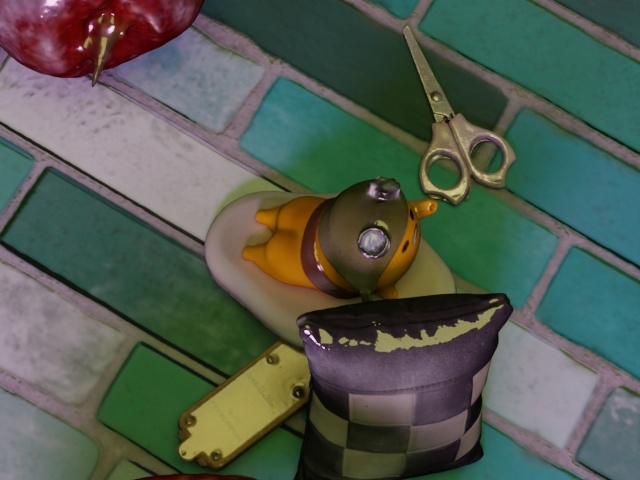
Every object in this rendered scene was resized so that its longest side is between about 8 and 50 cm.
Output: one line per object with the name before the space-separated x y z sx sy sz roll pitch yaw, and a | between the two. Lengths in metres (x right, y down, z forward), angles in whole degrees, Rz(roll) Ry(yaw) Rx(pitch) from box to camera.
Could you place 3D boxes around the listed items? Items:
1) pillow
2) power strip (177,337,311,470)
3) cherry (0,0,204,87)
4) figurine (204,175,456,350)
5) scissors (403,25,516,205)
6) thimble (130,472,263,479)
pillow | 0.066 0.135 1.599 0.186 0.250 0.106 -5 50 -8
power strip | -0.009 0.112 1.691 0.305 0.044 0.064 -37 81 -11
cherry | -0.224 -0.279 1.690 0.230 0.203 0.300 -20 70 -2
figurine | 0.000 0.000 1.637 0.250 0.141 0.167 12 66 14
scissors | 0.119 -0.127 1.778 0.100 0.015 0.189 -20 76 -11
thimble | -0.076 0.355 1.472 0.350 0.230 0.350 -3 80 17
